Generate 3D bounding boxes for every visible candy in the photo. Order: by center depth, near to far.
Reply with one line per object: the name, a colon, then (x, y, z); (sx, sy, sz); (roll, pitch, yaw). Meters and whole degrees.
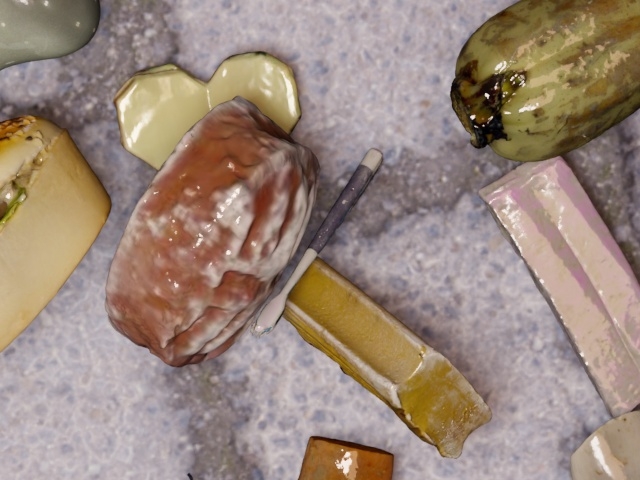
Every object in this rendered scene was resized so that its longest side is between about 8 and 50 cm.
candy: (-0.108, 0.001, 1.734); (0.157, 0.214, 0.290); (36, 114, 24)

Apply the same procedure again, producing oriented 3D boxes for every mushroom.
mushroom: (0.358, 0.297, 1.832); (0.116, 0.093, 0.225); (-30, 92, -7)

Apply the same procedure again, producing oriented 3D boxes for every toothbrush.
toothbrush: (0.000, 0.000, 1.777); (0.024, 0.026, 0.288); (34, 54, -1)

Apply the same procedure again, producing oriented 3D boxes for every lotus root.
lotus root: (0.287, -0.199, 1.796); (0.309, 0.173, 0.173); (-27, 91, -2)

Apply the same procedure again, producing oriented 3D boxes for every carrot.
carrot: (-0.007, 0.364, 1.800); (0.138, 0.139, 0.302); (16, 89, -2)

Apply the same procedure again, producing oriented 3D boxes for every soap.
soap: (0.053, 0.114, 1.773); (0.080, 0.257, 0.160); (-47, 135, -5)

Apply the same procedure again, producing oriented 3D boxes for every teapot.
teapot: (-0.360, -0.217, 1.771); (0.183, 0.183, 0.251); (41, 101, -2)

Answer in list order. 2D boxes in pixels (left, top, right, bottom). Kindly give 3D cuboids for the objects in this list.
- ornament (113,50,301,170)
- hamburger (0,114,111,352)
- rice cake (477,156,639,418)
ornament: (-0.117, -0.111, 1.834); (0.201, 0.059, 0.180); (-10, 101, 0)
hamburger: (-0.353, -0.001, 1.704); (0.176, 0.300, 0.300); (43, 89, -14)
rice cake: (0.293, 0.046, 1.849); (0.106, 0.050, 0.298); (-31, 91, -1)
